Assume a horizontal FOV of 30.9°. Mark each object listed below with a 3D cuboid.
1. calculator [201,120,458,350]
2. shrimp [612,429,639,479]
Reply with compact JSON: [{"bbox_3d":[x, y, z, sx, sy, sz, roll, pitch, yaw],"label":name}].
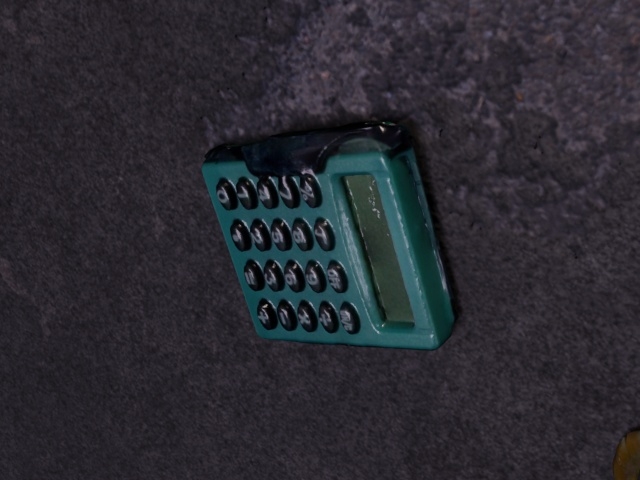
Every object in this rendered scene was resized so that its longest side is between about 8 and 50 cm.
[{"bbox_3d":[0.000,0.000,1.217,0.274,0.058,0.248,-1,115,37],"label":"calculator"},{"bbox_3d":[0.362,0.261,1.135,0.178,0.034,0.124,36,134,14],"label":"shrimp"}]
